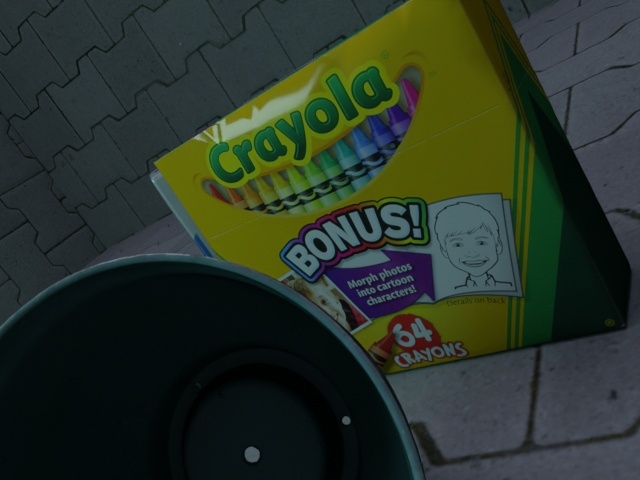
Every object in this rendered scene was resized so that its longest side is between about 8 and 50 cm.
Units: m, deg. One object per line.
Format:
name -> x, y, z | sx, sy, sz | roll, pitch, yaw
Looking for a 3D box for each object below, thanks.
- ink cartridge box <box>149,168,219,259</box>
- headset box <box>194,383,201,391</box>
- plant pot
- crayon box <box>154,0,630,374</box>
ink cartridge box -> -0.223, -0.068, 1.363 | 0.166, 0.286, 0.395 | -36, 15, -9
headset box -> -0.132, 0.133, 0.852 | 0.283, 0.131, 0.246 | -41, 16, -24
plant pot -> -0.068, 0.161, 0.426 | 0.293, 0.293, 0.196 | -31, -11, 8
crayon box -> 0.056, -0.027, 0.616 | 0.362, 0.313, 0.106 | -22, 19, 37
